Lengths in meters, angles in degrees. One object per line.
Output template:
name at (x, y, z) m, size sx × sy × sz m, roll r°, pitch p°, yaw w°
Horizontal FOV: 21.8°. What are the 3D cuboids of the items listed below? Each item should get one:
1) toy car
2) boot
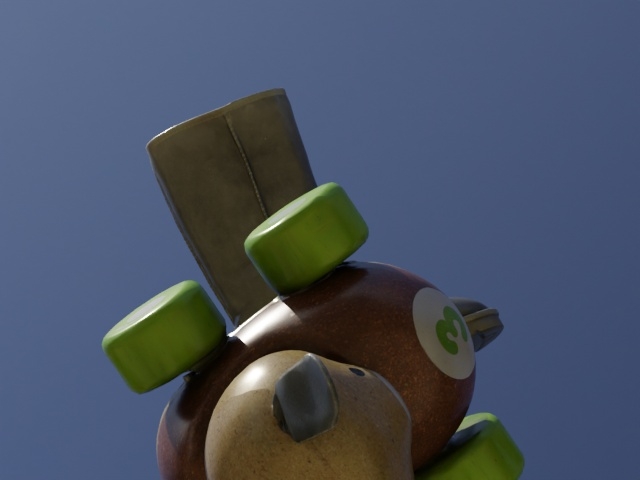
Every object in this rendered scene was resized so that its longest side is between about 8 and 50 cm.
toy car at (0.010, 0.075, 0.658) m, size 0.149 × 0.188 × 0.155 m, roll -35°, pitch -82°, yaw -7°
boot at (0.001, -0.001, 1.085) m, size 0.189 × 0.076 × 0.208 m, roll -16°, pitch -111°, yaw -4°
